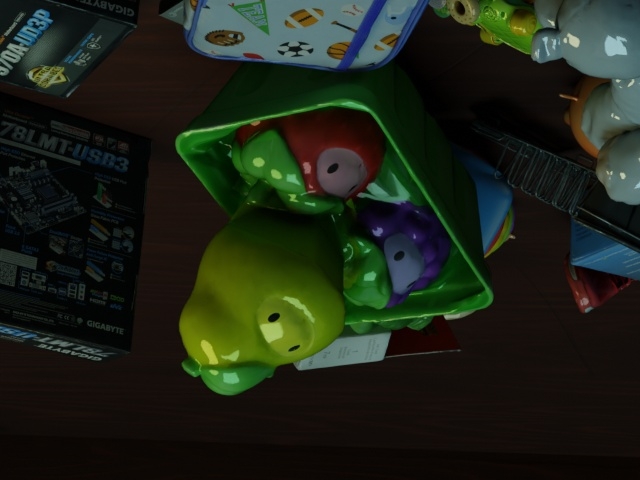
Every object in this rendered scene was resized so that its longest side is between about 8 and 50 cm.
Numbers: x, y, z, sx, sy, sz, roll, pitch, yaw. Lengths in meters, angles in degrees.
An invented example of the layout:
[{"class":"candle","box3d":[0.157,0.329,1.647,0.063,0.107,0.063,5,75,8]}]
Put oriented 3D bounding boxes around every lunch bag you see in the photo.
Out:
[{"class":"lunch bag","box3d":[0.003,-0.265,1.432,0.243,0.115,0.303,7,159,-13]}]

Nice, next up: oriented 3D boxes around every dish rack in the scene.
[{"class":"dish rack","box3d":[0.302,-0.063,1.825,0.208,0.074,0.271,23,-174,-46]}]

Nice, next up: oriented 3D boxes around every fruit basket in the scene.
[{"class":"fruit basket","box3d":[0.000,0.000,1.693,0.283,0.392,0.392,-9,157,29]}]

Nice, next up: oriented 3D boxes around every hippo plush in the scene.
[{"class":"hippo plush","box3d":[0.293,-0.164,1.462,0.236,0.294,0.234,26,120,-28]}]

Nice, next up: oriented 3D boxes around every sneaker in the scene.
[{"class":"sneaker","box3d":[0.426,0.031,2.154,0.128,0.087,0.221,-19,-170,24]}]

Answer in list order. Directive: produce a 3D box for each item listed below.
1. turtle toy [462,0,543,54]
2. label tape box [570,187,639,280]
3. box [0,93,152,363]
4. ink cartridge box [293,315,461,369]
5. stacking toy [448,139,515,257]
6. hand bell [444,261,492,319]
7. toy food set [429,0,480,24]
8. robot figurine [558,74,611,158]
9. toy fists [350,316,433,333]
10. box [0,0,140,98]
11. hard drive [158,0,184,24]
[{"class":"turtle toy","box3d":[0.207,-0.230,1.562,0.095,0.066,0.130,20,175,41]},{"class":"label tape box","box3d":[0.539,-0.011,2.049,0.334,0.106,0.240,14,158,-27]},{"class":"box","box3d":[-0.360,-0.022,1.883,0.295,0.293,0.073,16,154,-33]},{"class":"ink cartridge box","box3d":[0.042,0.052,2.080,0.239,0.275,0.060,-5,132,-19]},{"class":"stacking toy","box3d":[0.196,-0.032,2.011,0.175,0.166,0.302,32,-172,25]},{"class":"hand bell","box3d":[0.168,0.000,2.175,0.126,0.126,0.242,-2,147,13]},{"class":"toy food set","box3d":[0.122,-0.255,1.521,0.082,0.020,0.083,21,146,36]},{"class":"robot figurine","box3d":[0.368,-0.132,1.720,0.219,0.158,0.128,23,115,-42]},{"class":"toy fists","box3d":[0.039,0.017,1.997,0.142,0.279,0.096,13,125,-33]},{"class":"box","box3d":[-0.316,-0.233,1.652,0.175,0.051,0.220,14,158,-27]},{"class":"hard drive","box3d":[-0.092,-0.243,1.636,0.135,0.022,0.094,19,155,-35]}]
